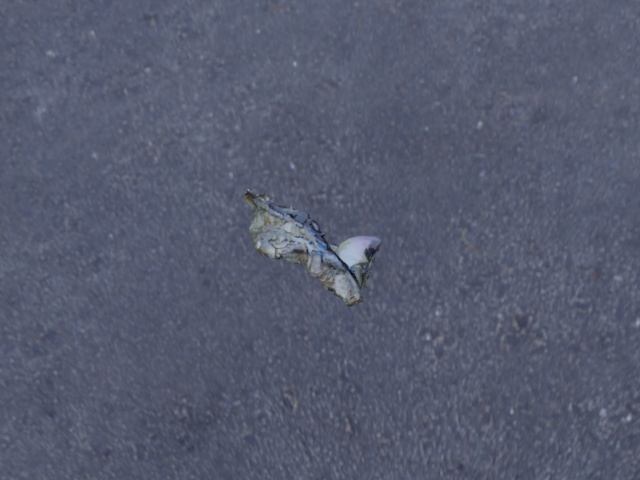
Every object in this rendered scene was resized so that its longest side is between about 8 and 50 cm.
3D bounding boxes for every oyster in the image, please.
[{"bbox_3d":[-0.005,0.007,1.323,0.259,0.198,0.092,28,93,51],"label":"oyster"}]
